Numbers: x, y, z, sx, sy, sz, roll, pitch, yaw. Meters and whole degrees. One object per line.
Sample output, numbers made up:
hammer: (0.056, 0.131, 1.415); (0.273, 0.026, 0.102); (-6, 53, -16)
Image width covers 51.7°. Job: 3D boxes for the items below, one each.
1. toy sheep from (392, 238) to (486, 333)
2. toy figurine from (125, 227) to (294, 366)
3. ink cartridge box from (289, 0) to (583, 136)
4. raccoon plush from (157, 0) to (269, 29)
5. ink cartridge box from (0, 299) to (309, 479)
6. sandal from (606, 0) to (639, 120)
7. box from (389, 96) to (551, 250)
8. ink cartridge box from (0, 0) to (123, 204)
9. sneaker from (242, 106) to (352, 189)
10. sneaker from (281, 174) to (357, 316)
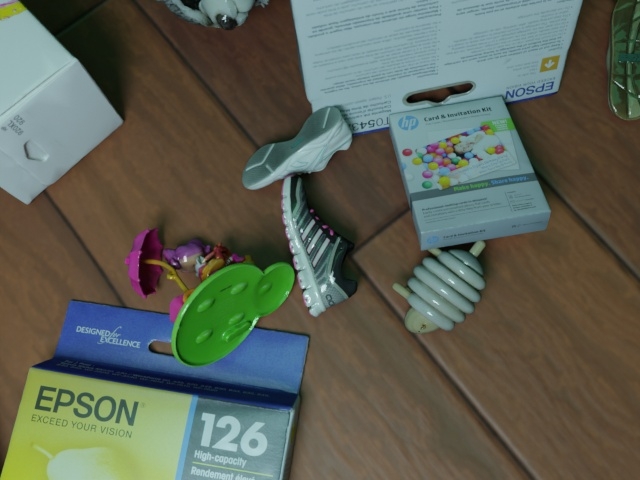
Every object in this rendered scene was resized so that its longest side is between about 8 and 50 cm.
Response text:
toy sheep: (0.141, 0.051, 0.748); (0.091, 0.091, 0.132); (36, 98, 11)
toy figurine: (-0.144, 0.036, 0.760); (0.159, 0.130, 0.173); (34, 43, 31)
ink cartridge box: (0.128, -0.270, 0.725); (0.323, 0.330, 0.072); (-11, 57, -1)
raccoon plush: (-0.074, -0.459, 0.811); (0.299, 0.216, 0.447); (-18, 50, 41)
ink cartridge box: (-0.185, 0.232, 0.726); (0.303, 0.072, 0.308); (7, 78, 5)
sandal: (0.397, -0.238, 0.836); (0.072, 0.049, 0.180); (8, 90, 11)
box: (0.168, -0.084, 0.776); (0.145, 0.038, 0.186); (-9, 53, 1)
ink cartridge box: (-0.393, -0.198, 0.796); (0.168, 0.171, 0.233); (-43, 78, -8)
sneaker: (-0.027, -0.100, 0.812); (0.152, 0.061, 0.054); (-29, 52, 16)
sneaker: (0.000, 0.000, 0.781); (0.074, 0.063, 0.171); (-15, 80, -1)
